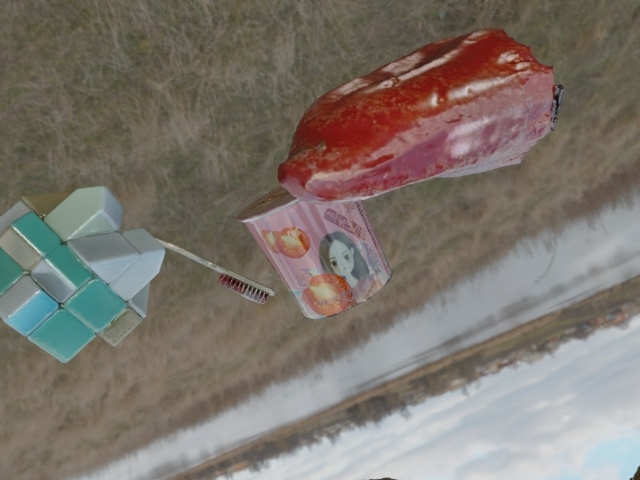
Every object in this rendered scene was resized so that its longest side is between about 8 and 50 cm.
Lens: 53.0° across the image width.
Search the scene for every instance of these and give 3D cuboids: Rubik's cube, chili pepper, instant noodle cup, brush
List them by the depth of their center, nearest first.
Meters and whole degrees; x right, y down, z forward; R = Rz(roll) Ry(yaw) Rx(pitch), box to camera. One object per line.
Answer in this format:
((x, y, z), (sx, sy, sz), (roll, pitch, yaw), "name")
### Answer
((0.059, -0.096, 0.520), (0.252, 0.144, 0.136), (-23, 161, -32), "chili pepper")
((-0.361, 0.027, 0.922), (0.213, 0.224, 0.265), (-45, 145, -13), "Rubik's cube")
((0.000, 0.000, 1.200), (0.243, 0.231, 0.243), (-25, -167, 6), "instant noodle cup")
((-0.263, 0.073, 1.554), (0.050, 0.321, 0.060), (-63, -167, -1), "brush")

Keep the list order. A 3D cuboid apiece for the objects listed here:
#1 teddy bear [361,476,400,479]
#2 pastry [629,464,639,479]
((0.053, 0.321, 0.582), (0.151, 0.236, 0.267), (-57, 168, 13), "teddy bear")
((0.307, 0.229, 0.493), (0.192, 0.182, 0.093), (-2, -173, -24), "pastry")
